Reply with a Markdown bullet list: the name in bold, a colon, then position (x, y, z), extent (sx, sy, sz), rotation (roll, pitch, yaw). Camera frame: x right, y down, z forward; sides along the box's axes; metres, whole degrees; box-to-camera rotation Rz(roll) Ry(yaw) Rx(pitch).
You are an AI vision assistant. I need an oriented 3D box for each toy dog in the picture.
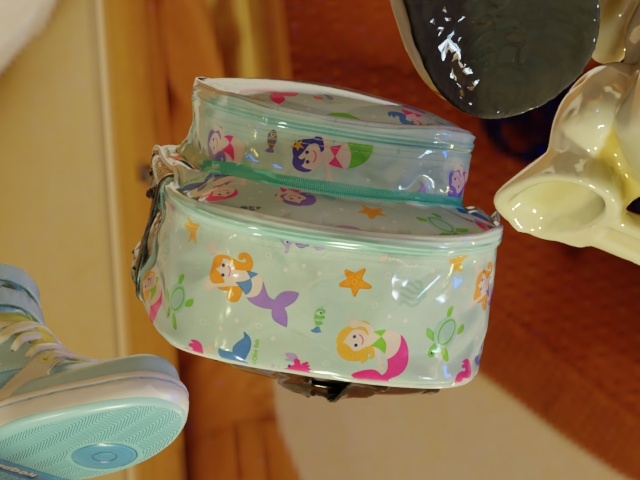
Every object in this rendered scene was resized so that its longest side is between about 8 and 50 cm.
- **toy dog**: position (0.340, -0.188, 1.475), extent (0.284, 0.408, 0.395), rotation (20, 162, 9)

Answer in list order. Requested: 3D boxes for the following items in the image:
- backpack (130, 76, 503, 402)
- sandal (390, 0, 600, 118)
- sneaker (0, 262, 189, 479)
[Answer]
- **backpack**: position (0.000, 0.000, 1.174), extent (0.225, 0.191, 0.253), rotation (8, -165, -9)
- **sandal**: position (0.073, -0.273, 1.126), extent (0.167, 0.446, 0.107), rotation (-32, -154, -9)
- **sneaker**: position (-0.236, 0.088, 1.517), extent (0.319, 0.208, 0.127), rotation (-17, 148, 32)
